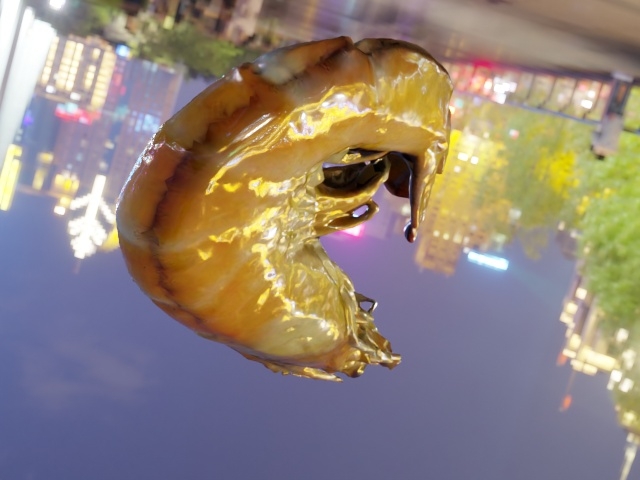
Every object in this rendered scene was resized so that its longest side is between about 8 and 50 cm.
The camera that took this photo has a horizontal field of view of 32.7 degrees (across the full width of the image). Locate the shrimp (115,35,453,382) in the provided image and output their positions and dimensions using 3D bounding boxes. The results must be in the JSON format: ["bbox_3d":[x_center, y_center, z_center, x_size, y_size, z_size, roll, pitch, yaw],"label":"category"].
[{"bbox_3d":[0.000,0.000,0.475,0.068,0.150,0.248,56,174,28],"label":"shrimp"}]
